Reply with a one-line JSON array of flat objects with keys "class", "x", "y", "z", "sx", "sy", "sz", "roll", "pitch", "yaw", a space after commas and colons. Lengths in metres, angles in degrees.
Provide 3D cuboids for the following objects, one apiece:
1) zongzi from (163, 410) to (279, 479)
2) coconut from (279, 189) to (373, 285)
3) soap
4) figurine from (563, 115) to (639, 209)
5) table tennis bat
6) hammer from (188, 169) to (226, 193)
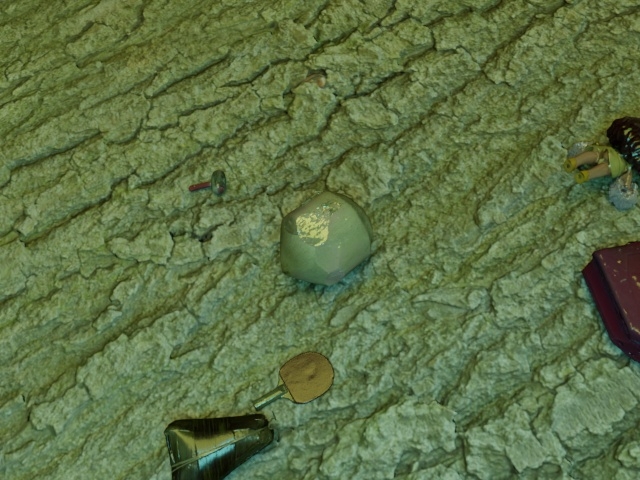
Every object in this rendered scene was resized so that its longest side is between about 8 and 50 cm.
[{"class": "zongzi", "x": -0.157, "y": 0.383, "z": 1.138, "sx": 0.187, "sy": 0.084, "sz": 0.184, "roll": -5, "pitch": 75, "yaw": -2}, {"class": "coconut", "x": 0.000, "y": 0.000, "z": 1.278, "sx": 0.183, "sy": 0.171, "sz": 0.171, "roll": -36, "pitch": 63, "yaw": -22}, {"class": "soap", "x": 0.581, "y": 0.128, "z": 1.191, "sx": 0.162, "sy": 0.099, "sz": 0.249, "roll": -9, "pitch": 60, "yaw": -7}, {"class": "figurine", "x": 0.586, "y": -0.165, "z": 1.339, "sx": 0.240, "sy": 0.115, "sz": 0.174, "roll": -25, "pitch": 61, "yaw": -8}, {"class": "table tennis bat", "x": -0.049, "y": 0.258, "z": 1.228, "sx": 0.156, "sy": 0.013, "sz": 0.087, "roll": -28, "pitch": 64, "yaw": -12}, {"class": "hammer", "x": -0.240, "y": -0.117, "z": 1.449, "sx": 0.083, "sy": 0.031, "sz": 0.052, "roll": -12, "pitch": 57, "yaw": 11}]
